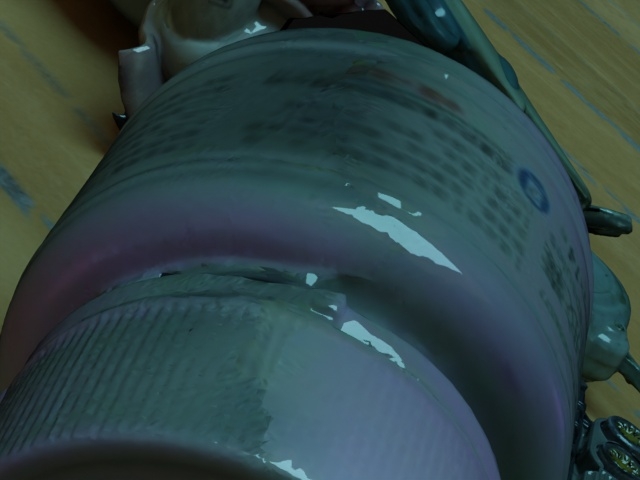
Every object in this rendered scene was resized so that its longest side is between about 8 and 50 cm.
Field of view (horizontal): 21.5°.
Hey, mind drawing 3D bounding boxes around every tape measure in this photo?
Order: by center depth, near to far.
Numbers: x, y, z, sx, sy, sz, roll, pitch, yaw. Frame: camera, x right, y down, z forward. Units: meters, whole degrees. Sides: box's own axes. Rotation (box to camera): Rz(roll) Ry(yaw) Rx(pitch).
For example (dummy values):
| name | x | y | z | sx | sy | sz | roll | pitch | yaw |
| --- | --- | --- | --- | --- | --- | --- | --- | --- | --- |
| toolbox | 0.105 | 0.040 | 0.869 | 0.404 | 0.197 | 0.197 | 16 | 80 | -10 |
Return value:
| name | x | y | z | sx | sy | sz | roll | pitch | yaw |
| --- | --- | --- | --- | --- | --- | --- | --- | --- | --- |
| tape measure | 0.222 | 0.070 | 1.224 | 0.330 | 0.084 | 0.164 | 26 | 29 | -17 |

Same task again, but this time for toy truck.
| name | x | y | z | sx | sy | sz | roll | pitch | yaw |
| --- | --- | --- | --- | --- | --- | --- | --- | --- | --- |
| toy truck | 0.124 | 0.144 | 0.953 | 0.092 | 0.083 | 0.192 | 36 | 22 | 1 |

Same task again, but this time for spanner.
| name | x | y | z | sx | sy | sz | roll | pitch | yaw |
| --- | --- | --- | --- | --- | --- | --- | --- | --- | --- |
| spanner | 0.094 | -0.048 | 1.252 | 0.301 | 0.017 | 0.071 | 15 | -5 | -11 |

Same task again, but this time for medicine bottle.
| name | x | y | z | sx | sy | sz | roll | pitch | yaw |
| --- | --- | --- | --- | --- | --- | --- | --- | --- | --- |
| medicine bottle | -0.017 | 0.071 | 0.700 | 0.241 | 0.241 | 0.302 | 33 | 33 | -6 |

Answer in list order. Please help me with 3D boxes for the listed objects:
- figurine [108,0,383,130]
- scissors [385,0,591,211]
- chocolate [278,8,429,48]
| name | x | y | z | sx | sy | sz | roll | pitch | yaw |
| --- | --- | --- | --- | --- | --- | --- | --- | --- | --- |
| figurine | -0.071 | -0.218 | 1.195 | 0.361 | 0.211 | 0.253 | -107 | 180 | -52 |
| scissors | 0.109 | -0.114 | 1.157 | 0.289 | 0.041 | 0.138 | 48 | 18 | -32 |
| chocolate | 0.000 | 0.000 | 1.038 | 0.224 | 0.206 | 0.177 | 40 | -23 | -15 |
